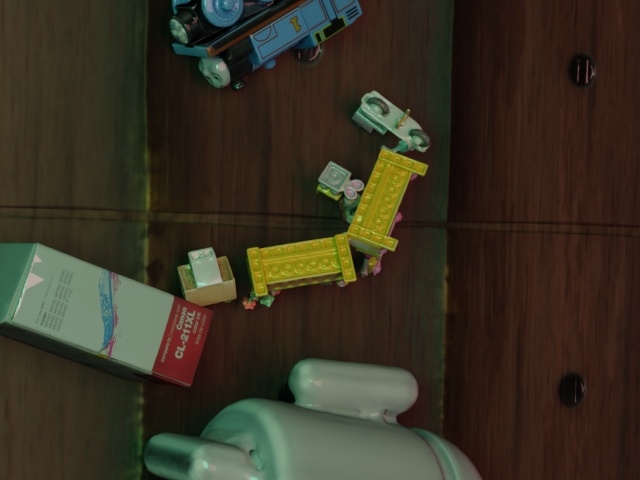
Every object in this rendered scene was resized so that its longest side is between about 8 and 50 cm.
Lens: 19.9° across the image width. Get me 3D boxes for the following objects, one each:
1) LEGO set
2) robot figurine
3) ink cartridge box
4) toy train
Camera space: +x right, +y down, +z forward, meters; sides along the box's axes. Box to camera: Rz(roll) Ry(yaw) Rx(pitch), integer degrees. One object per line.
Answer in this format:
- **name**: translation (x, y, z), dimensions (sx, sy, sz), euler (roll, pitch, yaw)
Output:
- **LEGO set**: translation (0.000, 0.000, 1.700), dimensions (0.132, 0.107, 0.287), euler (42, 72, 12)
- **robot figurine**: translation (0.010, 0.253, 1.630), dimensions (0.353, 0.200, 0.299), euler (15, 87, -30)
- **ink cartridge box**: translation (-0.200, 0.062, 1.541), dimensions (0.175, 0.127, 0.072), euler (24, 78, -30)
- **toy train**: translation (-0.052, -0.210, 1.655), dimensions (0.184, 0.080, 0.105), euler (-35, 114, -26)
